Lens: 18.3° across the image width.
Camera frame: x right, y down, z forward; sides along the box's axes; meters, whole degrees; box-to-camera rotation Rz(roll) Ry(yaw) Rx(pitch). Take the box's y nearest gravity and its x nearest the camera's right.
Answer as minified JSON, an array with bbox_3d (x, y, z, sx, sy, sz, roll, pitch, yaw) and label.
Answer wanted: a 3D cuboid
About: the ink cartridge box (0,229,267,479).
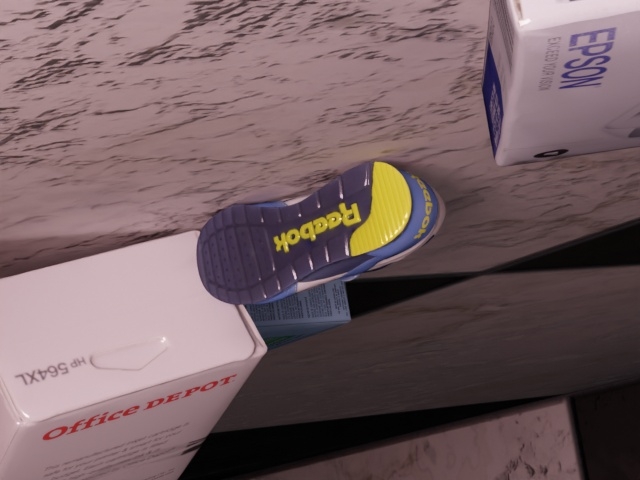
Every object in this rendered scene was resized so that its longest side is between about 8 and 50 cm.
[{"bbox_3d":[-0.138,0.093,1.078,0.148,0.086,0.203,-15,155,-33],"label":"ink cartridge box"}]

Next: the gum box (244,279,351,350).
[{"bbox_3d":[-0.101,0.054,1.252,0.184,0.041,0.157,-2,168,-36],"label":"gum box"}]

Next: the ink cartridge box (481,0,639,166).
[{"bbox_3d":[0.171,-0.081,0.700,0.224,0.045,0.223,-10,170,2],"label":"ink cartridge box"}]

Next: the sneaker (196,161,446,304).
[{"bbox_3d":[0.000,0.000,0.999,0.144,0.053,0.059,-15,171,36],"label":"sneaker"}]
